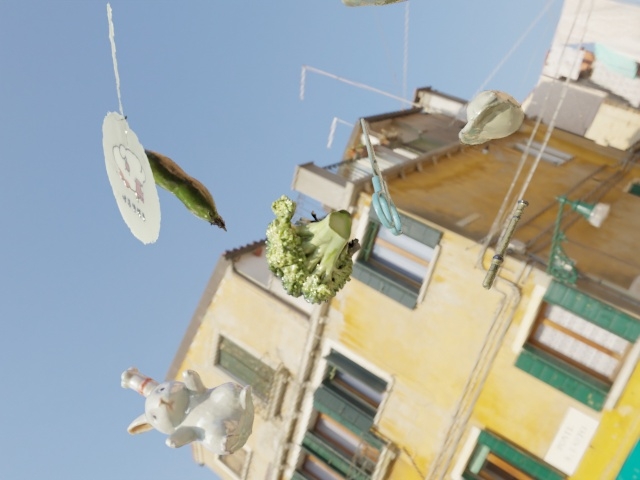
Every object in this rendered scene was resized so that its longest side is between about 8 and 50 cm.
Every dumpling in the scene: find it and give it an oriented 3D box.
[{"bbox_3d":[0.433,-0.312,1.593,0.172,0.142,0.247,-48,-23,20],"label":"dumpling"}]

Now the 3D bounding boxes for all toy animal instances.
[{"bbox_3d":[-0.266,0.321,1.161,0.138,0.282,0.140,102,-177,-67],"label":"toy animal"}]

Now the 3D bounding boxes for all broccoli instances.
[{"bbox_3d":[0.000,0.000,1.412,0.247,0.263,0.243,-13,-16,-31],"label":"broccoli"}]

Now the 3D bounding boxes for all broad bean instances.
[{"bbox_3d":[-0.345,-0.141,1.461,0.077,0.339,0.061,-57,12,-29],"label":"broad bean"}]

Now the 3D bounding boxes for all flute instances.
[{"bbox_3d":[0.397,0.007,1.317,0.233,0.027,0.027,-59,-27,-23],"label":"flute"}]

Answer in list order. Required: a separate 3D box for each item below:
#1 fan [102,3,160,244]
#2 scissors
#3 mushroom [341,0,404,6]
[{"bbox_3d":[-0.255,-0.142,0.805,0.009,0.191,0.329,-20,-52,-32],"label":"fan"},{"bbox_3d":[0.185,-0.224,2.016,0.029,0.447,0.192,-23,-28,21],"label":"scissors"},{"bbox_3d":[0.154,-0.424,0.955,0.107,0.333,0.087,11,-91,-31],"label":"mushroom"}]
